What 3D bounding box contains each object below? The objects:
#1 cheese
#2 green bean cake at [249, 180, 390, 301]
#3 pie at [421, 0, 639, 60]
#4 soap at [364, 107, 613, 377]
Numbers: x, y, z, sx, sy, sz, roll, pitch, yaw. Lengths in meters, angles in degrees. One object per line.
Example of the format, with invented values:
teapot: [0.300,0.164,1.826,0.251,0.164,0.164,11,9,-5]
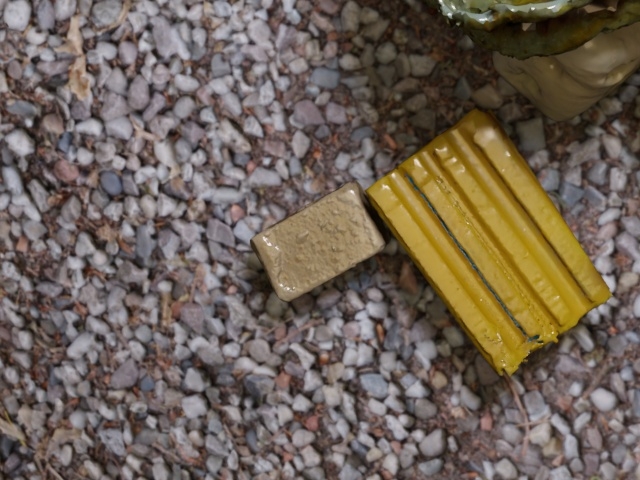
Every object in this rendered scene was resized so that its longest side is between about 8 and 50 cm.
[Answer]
cheese: [0.360,-0.293,1.400,0.173,0.251,0.248,42,89,7]
green bean cake: [0.000,0.000,1.559,0.179,0.085,0.109,-30,94,12]
pie: [0.254,-0.425,1.217,0.395,0.180,0.418,-14,79,20]
soap: [0.231,0.002,1.508,0.204,0.096,0.324,-35,92,3]
